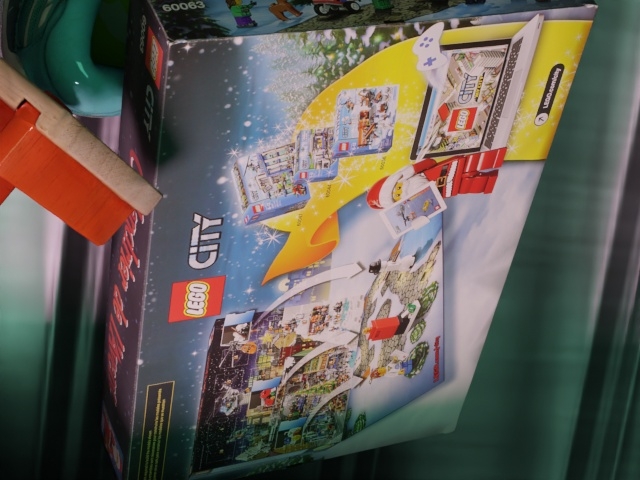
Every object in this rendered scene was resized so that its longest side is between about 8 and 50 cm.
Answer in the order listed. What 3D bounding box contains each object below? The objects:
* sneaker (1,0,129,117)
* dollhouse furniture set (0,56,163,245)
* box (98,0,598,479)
[{"bbox_3d":[0.006,-0.123,0.525,0.275,0.110,0.107,-33,112,-7],"label":"sneaker"},{"bbox_3d":[-0.190,0.033,0.420,0.259,0.135,0.262,-49,154,-3],"label":"dollhouse furniture set"},{"bbox_3d":[0.000,0.000,0.531,0.159,0.044,0.233,-8,134,-22],"label":"box"}]
